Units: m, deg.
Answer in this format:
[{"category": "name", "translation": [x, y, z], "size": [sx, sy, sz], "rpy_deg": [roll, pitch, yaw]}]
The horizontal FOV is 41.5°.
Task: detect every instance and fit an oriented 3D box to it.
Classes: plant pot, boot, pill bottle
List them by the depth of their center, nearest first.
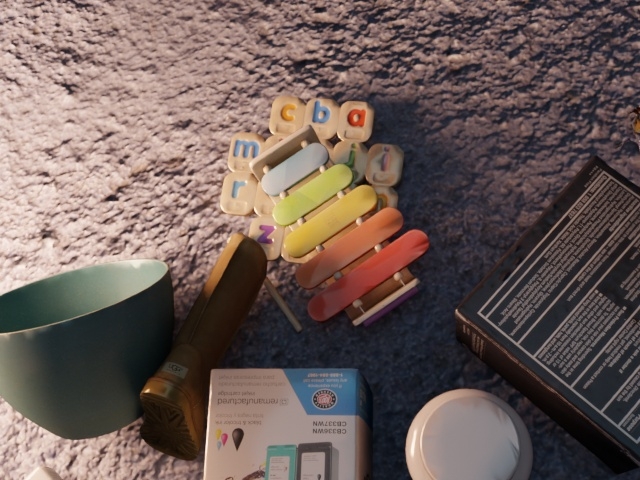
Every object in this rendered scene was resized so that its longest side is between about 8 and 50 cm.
[{"category": "pill bottle", "translation": [0.185, 0.269, 1.058], "size": [0.153, 0.272, 0.152], "rpy_deg": [-3, 70, 7]}, {"category": "plant pot", "translation": [-0.333, 0.164, 1.195], "size": [0.291, 0.290, 0.195], "rpy_deg": [-12, 103, 4]}, {"category": "boot", "translation": [-0.158, 0.160, 1.217], "size": [0.089, 0.236, 0.269], "rpy_deg": [23, 54, 4]}]

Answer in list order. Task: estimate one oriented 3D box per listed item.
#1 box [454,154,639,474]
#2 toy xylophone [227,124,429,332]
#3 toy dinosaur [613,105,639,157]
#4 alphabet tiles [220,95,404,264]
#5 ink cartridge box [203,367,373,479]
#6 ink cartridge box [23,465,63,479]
[{"category": "box", "translation": [0.386, 0.104, 1.137], "size": [0.294, 0.182, 0.296], "rpy_deg": [41, 82, 20]}, {"category": "toy xylophone", "translation": [0.000, 0.000, 1.271], "size": [0.236, 0.081, 0.322], "rpy_deg": [-42, 74, -2]}, {"category": "toy dinosaur", "translation": [0.499, -0.166, 1.299], "size": [0.090, 0.047, 0.082], "rpy_deg": [-19, 87, -10]}, {"category": "alphabet tiles", "translation": [-0.014, -0.095, 1.350], "size": [0.284, 0.021, 0.277], "rpy_deg": [6, 77, 11]}, {"category": "ink cartridge box", "translation": [-0.036, 0.319, 1.111], "size": [0.198, 0.197, 0.269], "rpy_deg": [-2, 70, 8]}, {"category": "ink cartridge box", "translation": [-0.397, 0.543, 1.152], "size": [0.324, 0.071, 0.330], "rpy_deg": [-44, 73, -9]}]
